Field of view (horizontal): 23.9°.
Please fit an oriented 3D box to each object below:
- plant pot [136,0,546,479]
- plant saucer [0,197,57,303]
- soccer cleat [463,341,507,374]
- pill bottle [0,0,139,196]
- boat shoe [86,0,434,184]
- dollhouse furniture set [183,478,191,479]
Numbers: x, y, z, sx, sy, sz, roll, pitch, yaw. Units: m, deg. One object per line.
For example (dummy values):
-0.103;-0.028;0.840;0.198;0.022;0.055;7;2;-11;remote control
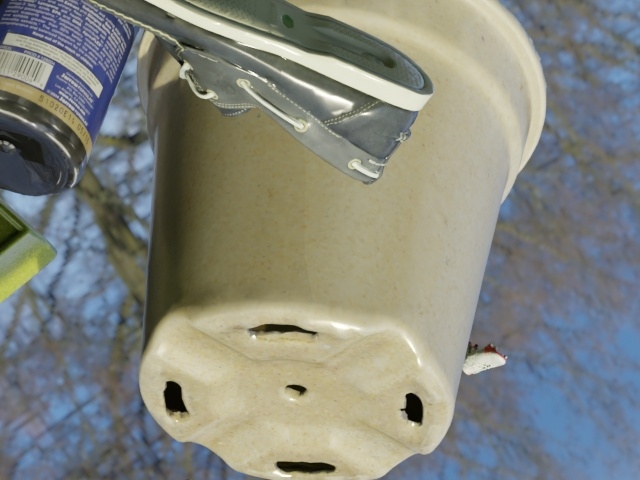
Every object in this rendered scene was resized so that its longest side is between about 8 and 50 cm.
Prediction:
0.000;0.000;1.136;0.333;0.334;0.306;-20;-136;31;plant pot
-0.395;-0.006;1.561;0.188;0.188;0.045;-44;173;-38;plant saucer
0.169;0.128;1.608;0.036;0.029;0.083;-51;-161;-15;soccer cleat
-0.210;-0.155;1.179;0.122;0.123;0.219;-14;-131;42;pill bottle
-0.054;-0.108;0.869;0.079;0.233;0.084;-60;-171;29;boat shoe
-0.169;0.306;1.429;0.129;0.129;0.184;-14;172;-9;dollhouse furniture set
